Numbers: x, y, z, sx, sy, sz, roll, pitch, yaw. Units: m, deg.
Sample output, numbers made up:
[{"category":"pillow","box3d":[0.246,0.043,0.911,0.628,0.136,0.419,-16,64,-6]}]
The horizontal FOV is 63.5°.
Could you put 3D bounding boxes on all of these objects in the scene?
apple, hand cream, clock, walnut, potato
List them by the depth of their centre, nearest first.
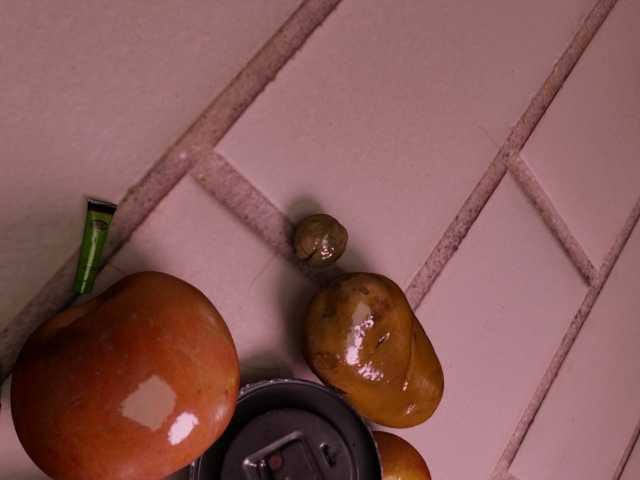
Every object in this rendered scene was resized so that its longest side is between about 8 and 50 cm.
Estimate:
[{"category":"apple","box3d":[-0.226,0.158,0.615,0.254,0.253,0.253,-4,97,-32]},{"category":"hand cream","box3d":[-0.296,0.008,0.671,0.036,0.023,0.121,14,84,-33]},{"category":"clock","box3d":[-0.049,0.342,0.752,0.281,0.055,0.280,1,70,-2]},{"category":"walnut","box3d":[0.000,0.000,0.826,0.092,0.092,0.092,-4,97,-32]},{"category":"apple","box3d":[0.068,0.428,0.863,0.235,0.173,0.210,-3,92,-21]},{"category":"potato","box3d":[0.099,0.194,0.876,0.176,0.195,0.369,-26,126,19]}]

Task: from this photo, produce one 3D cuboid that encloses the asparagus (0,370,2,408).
[{"category":"asparagus","box3d":[-0.401,0.182,0.619,0.034,0.027,0.236,-2,97,-43]}]
